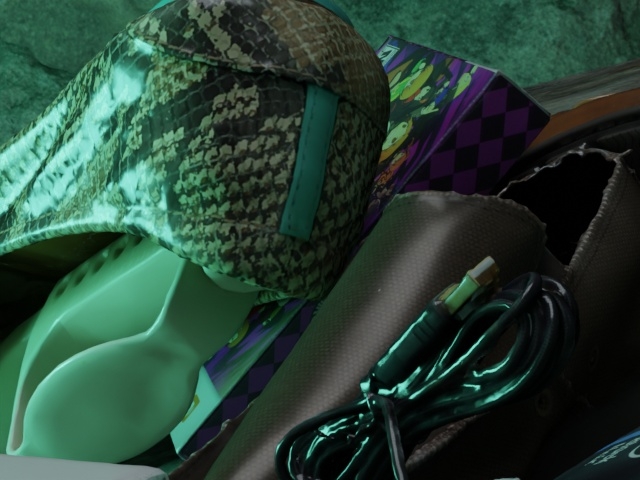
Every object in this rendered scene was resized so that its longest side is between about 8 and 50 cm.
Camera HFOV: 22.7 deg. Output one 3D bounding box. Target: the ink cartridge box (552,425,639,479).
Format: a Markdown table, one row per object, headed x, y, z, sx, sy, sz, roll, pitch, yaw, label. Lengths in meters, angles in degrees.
| x | y | z | sx | sy | sz | roll | pitch | yaw | label |
| --- | --- | --- | --- | --- | --- | --- | --- | --- | --- |
| 0.186 | 0.037 | 0.349 | 0.165 | 0.065 | 0.333 | -21 | -4 | -40 | ink cartridge box |

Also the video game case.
| x | y | z | sx | sy | sz | roll | pitch | yaw | label |
| --- | --- | --- | --- | --- | --- | --- | --- | --- | --- |
| 0.000 | 0.000 | 0.824 | 0.232 | 0.042 | 0.210 | -50 | 17 | 2 | video game case |

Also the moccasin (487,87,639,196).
| x | y | z | sx | sy | sz | roll | pitch | yaw | label |
| --- | --- | --- | --- | --- | --- | --- | --- | --- | --- |
| 0.169 | -0.016 | 0.833 | 0.147 | 0.139 | 0.380 | -33 | 8 | -38 | moccasin |

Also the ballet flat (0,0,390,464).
| x | y | z | sx | sy | sz | roll | pitch | yaw | label |
| --- | --- | --- | --- | --- | --- | --- | --- | --- | --- |
| -0.134 | 0.034 | 0.799 | 0.164 | 0.182 | 0.483 | 19 | -25 | -27 | ballet flat |

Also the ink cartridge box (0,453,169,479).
| x | y | z | sx | sy | sz | roll | pitch | yaw | label |
| --- | --- | --- | --- | --- | --- | --- | --- | --- | --- |
| -0.184 | 0.134 | 0.397 | 0.273 | 0.114 | 0.198 | -3 | 14 | 38 | ink cartridge box |

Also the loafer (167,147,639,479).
| x | y | z | sx | sy | sz | roll | pitch | yaw | label |
| --- | --- | --- | --- | --- | --- | --- | --- | --- | --- |
| 0.027 | 0.050 | 0.591 | 0.134 | 0.130 | 0.366 | -10 | 9 | 35 | loafer |

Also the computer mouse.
| x | y | z | sx | sy | sz | roll | pitch | yaw | label |
| --- | --- | --- | --- | --- | --- | --- | --- | --- | --- |
| 0.034 | 0.095 | 0.363 | 0.106 | 0.042 | 0.193 | -45 | 31 | 30 | computer mouse |
